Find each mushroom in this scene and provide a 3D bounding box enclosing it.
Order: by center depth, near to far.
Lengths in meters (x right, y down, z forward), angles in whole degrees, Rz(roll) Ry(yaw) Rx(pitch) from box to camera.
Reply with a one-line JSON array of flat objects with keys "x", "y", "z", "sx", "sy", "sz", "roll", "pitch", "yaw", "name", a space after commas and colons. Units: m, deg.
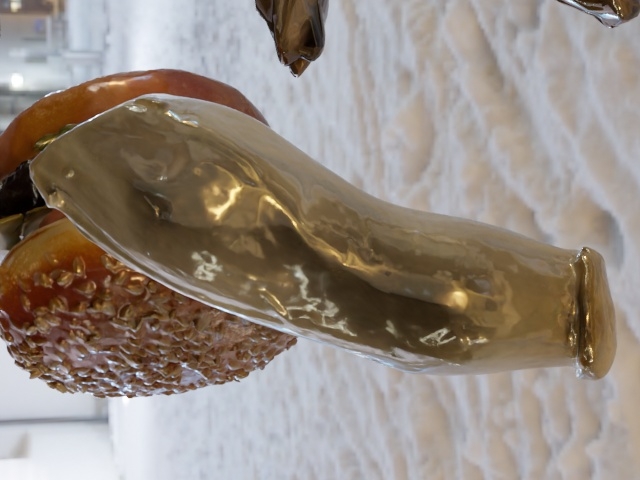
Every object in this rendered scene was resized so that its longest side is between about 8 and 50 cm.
[{"x": 0.000, "y": 0.002, "z": 0.658, "sx": 0.097, "sy": 0.351, "sz": 0.109, "roll": -38, "pitch": -31, "yaw": -83, "name": "mushroom"}]

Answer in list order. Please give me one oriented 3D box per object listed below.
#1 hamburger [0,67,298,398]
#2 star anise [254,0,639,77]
[{"x": -0.146, "y": 0.009, "z": 0.962, "sx": 0.291, "sy": 0.291, "sz": 0.225, "roll": 111, "pitch": 152, "yaw": -56, "name": "hamburger"}, {"x": 0.012, "y": -0.182, "z": 0.350, "sx": 0.088, "sy": 0.288, "sz": 0.288, "roll": 149, "pitch": 119, "yaw": -76, "name": "star anise"}]
